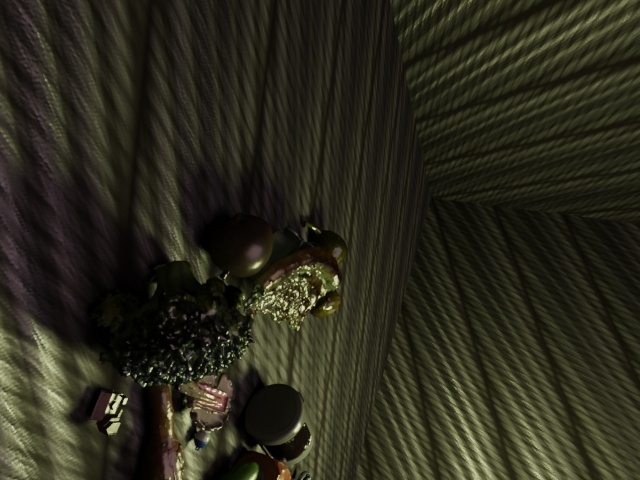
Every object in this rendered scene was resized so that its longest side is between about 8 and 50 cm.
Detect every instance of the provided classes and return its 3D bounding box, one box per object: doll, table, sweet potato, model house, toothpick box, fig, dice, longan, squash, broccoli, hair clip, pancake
[{"bbox_3d":[-0.335,0.550,1.301,0.099,0.058,0.142,37,64,-39],"label":"doll"},{"bbox_3d":[-0.131,0.082,1.453,0.198,0.167,0.166,-57,148,-25],"label":"table"},{"bbox_3d":[-0.400,0.540,1.110,0.109,0.109,0.384,3,92,-65],"label":"sweet potato"},{"bbox_3d":[-0.465,0.373,0.952,0.058,0.057,0.083,51,56,-65],"label":"model house"},{"bbox_3d":[-0.141,0.681,1.614,0.229,0.229,0.316,-59,150,-37],"label":"toothpick box"},{"bbox_3d":[0.000,0.000,1.773,0.259,0.151,0.151,51,49,-25],"label":"fig"},{"bbox_3d":[-0.218,0.862,1.547,0.179,0.174,0.174,78,32,-48],"label":"dice"},{"bbox_3d":[0.011,0.247,1.751,0.245,0.149,0.149,111,-9,-87],"label":"fig"},{"bbox_3d":[-0.217,0.013,1.216,0.189,0.189,0.189,-37,132,-56],"label":"longan"},{"bbox_3d":[-0.335,0.854,1.360,0.395,0.107,0.107,-49,142,-40],"label":"squash"},{"bbox_3d":[-0.303,0.177,1.003,0.348,0.294,0.280,62,5,-69],"label":"broccoli"},{"bbox_3d":[-0.333,0.418,1.208,0.300,0.069,0.172,63,29,-53],"label":"hair clip"},{"bbox_3d":[-0.069,0.154,1.399,0.304,0.067,0.427,-60,150,-2],"label":"pancake"}]

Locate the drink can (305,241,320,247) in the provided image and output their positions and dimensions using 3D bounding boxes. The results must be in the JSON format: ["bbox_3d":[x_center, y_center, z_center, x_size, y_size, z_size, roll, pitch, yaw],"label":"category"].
[{"bbox_3d":[-0.050,0.114,1.668,0.118,0.118,0.204,-31,129,-59],"label":"drink can"}]

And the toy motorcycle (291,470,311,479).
[{"bbox_3d":[-0.140,1.166,1.902,0.341,0.108,0.222,-14,104,-56],"label":"toy motorcycle"}]
